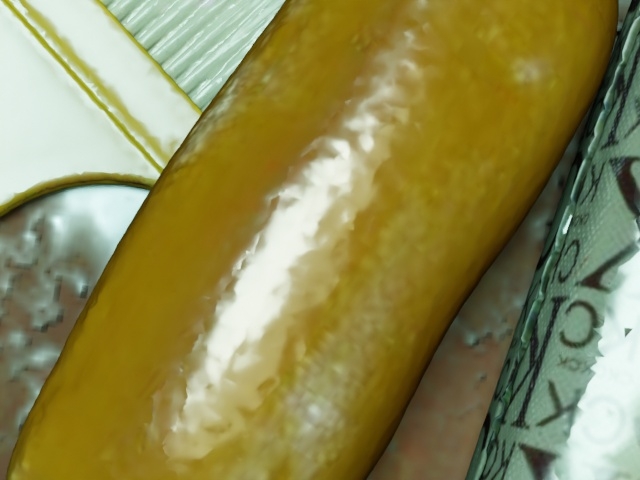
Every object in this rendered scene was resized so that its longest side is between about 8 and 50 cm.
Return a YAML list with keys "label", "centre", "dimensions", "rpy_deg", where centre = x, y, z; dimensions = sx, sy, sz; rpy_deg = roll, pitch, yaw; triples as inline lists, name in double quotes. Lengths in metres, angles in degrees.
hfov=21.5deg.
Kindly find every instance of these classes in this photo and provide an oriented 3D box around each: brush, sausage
- label: "brush"
  centre: [-0.119, -0.006, 0.487]
  dimensions: [0.272, 0.013, 0.103]
  rpy_deg: [-42, 93, -7]
- label: "sausage"
  centre: [0.000, 0.000, 0.461]
  dimensions: [0.098, 0.098, 0.238]
  rpy_deg: [34, 84, -5]

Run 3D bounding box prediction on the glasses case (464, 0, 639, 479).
- label: "glasses case"
  centre: [0.129, 0.026, 0.481]
  dimensions: [0.137, 0.085, 0.355]
  rpy_deg: [21, 84, -5]
